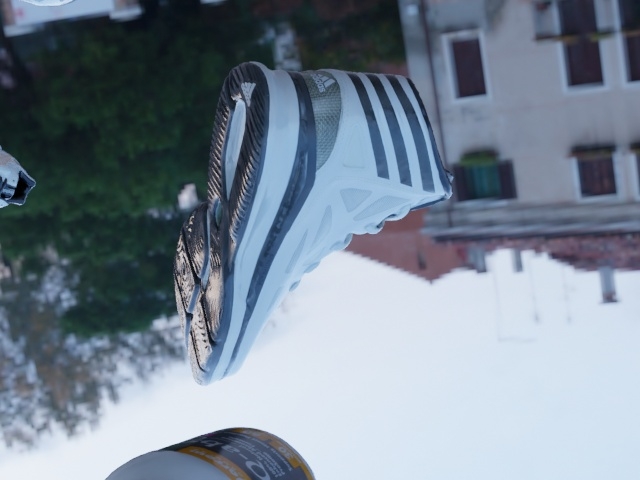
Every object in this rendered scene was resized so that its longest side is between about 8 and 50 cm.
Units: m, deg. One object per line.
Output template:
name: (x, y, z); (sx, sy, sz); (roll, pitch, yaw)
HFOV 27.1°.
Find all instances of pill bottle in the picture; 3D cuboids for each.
pill bottle: (-0.107, 0.253, 1.131); (0.162, 0.162, 0.278); (-6, 177, 15)

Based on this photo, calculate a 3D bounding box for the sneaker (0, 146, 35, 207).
sneaker: (-0.205, -0.041, 0.792); (0.044, 0.040, 0.109); (35, -169, 8)

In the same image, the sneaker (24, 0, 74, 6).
sneaker: (-0.073, -0.201, 0.697); (0.293, 0.108, 0.169); (-14, 175, -42)

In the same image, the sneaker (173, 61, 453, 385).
sneaker: (0.000, 0.001, 1.400); (0.258, 0.447, 0.169); (-3, -129, -21)
